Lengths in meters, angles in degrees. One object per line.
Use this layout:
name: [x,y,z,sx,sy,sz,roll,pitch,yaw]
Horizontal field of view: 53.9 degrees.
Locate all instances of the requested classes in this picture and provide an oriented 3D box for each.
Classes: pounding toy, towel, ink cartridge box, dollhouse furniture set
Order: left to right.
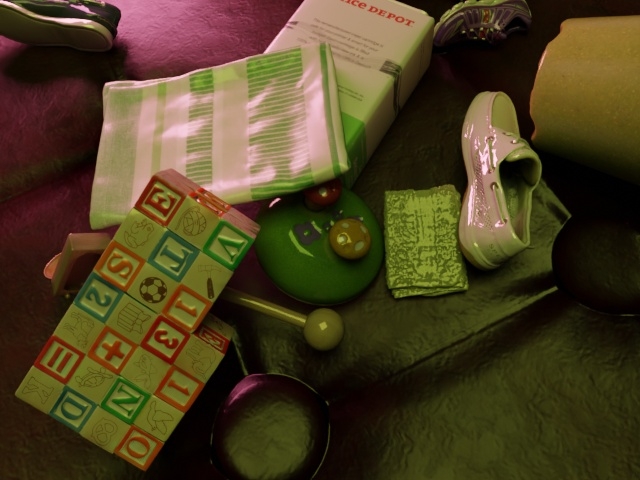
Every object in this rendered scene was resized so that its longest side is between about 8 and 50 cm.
dollhouse furniture set: [-0.244,0.065,0.808,0.151,0.144,0.123,-1,58,-36]
towel: [-0.132,-0.146,0.817,0.324,0.038,0.248,-9,57,3]
pounding toy: [0.000,0.000,0.798,0.182,0.110,0.237,29,59,-2]
ink cartridge box: [0.021,-0.236,0.942,0.198,0.115,0.273,28,71,17]
towel: [0.138,0.001,0.845,0.109,0.027,0.148,-5,83,6]

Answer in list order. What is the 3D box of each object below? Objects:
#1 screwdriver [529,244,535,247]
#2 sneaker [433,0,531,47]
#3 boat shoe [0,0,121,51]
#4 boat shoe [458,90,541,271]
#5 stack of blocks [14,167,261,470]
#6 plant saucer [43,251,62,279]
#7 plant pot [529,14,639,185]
screwdriver: [0.209,-0.001,0.864,0.169,0.024,0.025,13,55,8]
sneaker: [0.258,-0.341,1.000,0.169,0.068,0.071,-18,70,-4]
boat shoe: [-0.468,-0.390,1.076,0.254,0.095,0.079,9,67,8]
boat shoe: [0.251,-0.095,0.841,0.098,0.096,0.277,24,60,-29]
stack of blocks: [-0.186,0.088,0.723,0.171,0.087,0.297,33,98,-7]
plant saucer: [-0.346,0.034,0.887,0.083,0.015,0.083,-12,32,8]
plant pot: [0.421,-0.179,0.806,0.253,0.276,0.276,20,67,32]
